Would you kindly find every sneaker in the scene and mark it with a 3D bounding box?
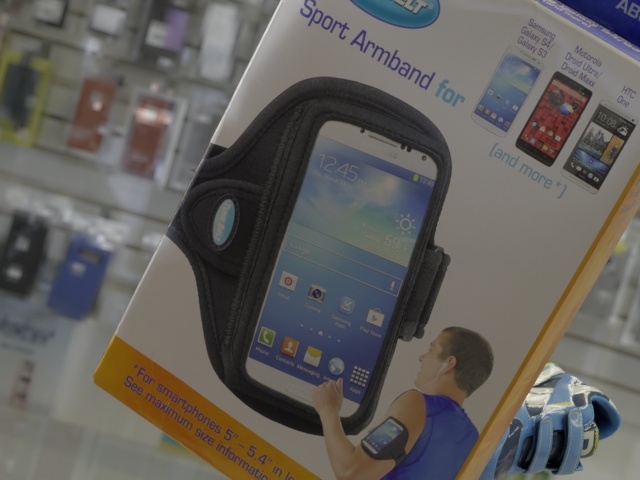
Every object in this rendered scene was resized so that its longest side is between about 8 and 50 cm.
[{"bbox_3d":[0.135,0.115,1.084,0.059,0.053,0.144,27,28,25],"label":"sneaker"}]

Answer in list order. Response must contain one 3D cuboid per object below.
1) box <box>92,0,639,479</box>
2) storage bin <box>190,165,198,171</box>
[{"bbox_3d":[0.017,-0.007,0.363,0.081,0.136,0.028,33,20,16],"label":"box"},{"bbox_3d":[0.000,0.000,0.743,0.098,0.091,0.135,-16,3,6],"label":"storage bin"}]
